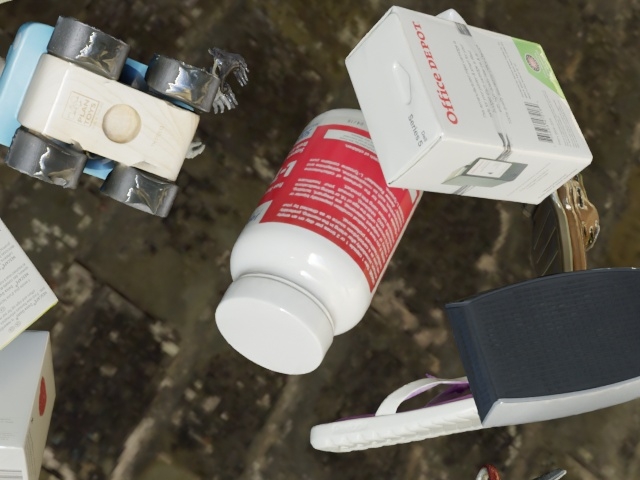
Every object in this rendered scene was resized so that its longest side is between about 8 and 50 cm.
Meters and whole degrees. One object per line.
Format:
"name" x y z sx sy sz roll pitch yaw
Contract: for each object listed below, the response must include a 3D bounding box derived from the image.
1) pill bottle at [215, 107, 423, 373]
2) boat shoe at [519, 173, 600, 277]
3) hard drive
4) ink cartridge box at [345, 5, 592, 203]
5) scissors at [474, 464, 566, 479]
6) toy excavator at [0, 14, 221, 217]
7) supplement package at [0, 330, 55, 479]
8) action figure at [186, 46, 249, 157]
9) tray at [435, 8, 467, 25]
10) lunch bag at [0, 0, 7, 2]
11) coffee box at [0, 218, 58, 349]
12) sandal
"pill bottle" 0.000 0.000 1.691 0.229 0.229 0.407 -31 24 49
"boat shoe" 0.390 -0.027 1.693 0.307 0.105 0.110 -90 16 -44
"hard drive" 0.291 0.117 1.273 0.054 0.255 0.171 112 146 -64
"ink cartridge box" 0.188 -0.166 1.368 0.115 0.273 0.198 -43 54 42
"scissors" 0.244 0.342 1.387 0.297 0.021 0.109 139 153 -73
"toy excavator" -0.426 -0.227 1.622 0.445 0.433 0.222 26 96 60
"supplement package" -0.589 0.319 1.939 0.293 0.175 0.177 -95 8 -52
"action figure" -0.231 -0.239 1.889 0.276 0.141 0.164 -38 -6 -45
"tray" 0.216 -0.222 1.652 0.145 0.270 0.030 -23 37 33
"lunch bag" -0.392 -0.440 1.347 0.169 0.235 0.287 14 33 25
"coffee box" -0.651 0.068 1.507 0.338 0.334 0.338 -8 30 49
"sandal" 0.170 0.270 1.778 0.417 0.169 0.102 -14 72 17
